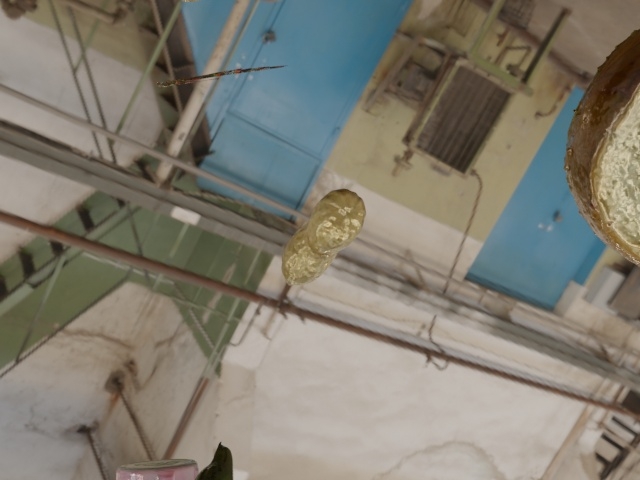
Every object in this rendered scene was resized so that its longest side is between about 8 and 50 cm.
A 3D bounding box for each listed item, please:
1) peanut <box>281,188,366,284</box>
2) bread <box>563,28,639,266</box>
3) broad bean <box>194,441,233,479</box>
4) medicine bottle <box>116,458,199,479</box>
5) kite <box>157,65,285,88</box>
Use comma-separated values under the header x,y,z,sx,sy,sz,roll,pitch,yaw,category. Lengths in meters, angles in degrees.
x,y,z,sx,sy,sz,roll,pitch,yaw,category
0.000,0.000,1.037,0.082,0.187,0.082,24,-140,-22,peanut
0.312,-0.074,0.549,0.236,0.236,0.070,26,-155,-14,bread
-0.150,0.348,0.878,0.061,0.046,0.195,17,-130,17,broad bean
-0.240,0.417,1.027,0.135,0.168,0.135,-2,169,0,medicine bottle
-0.163,-0.253,1.059,0.244,0.006,0.198,1,-160,29,kite
